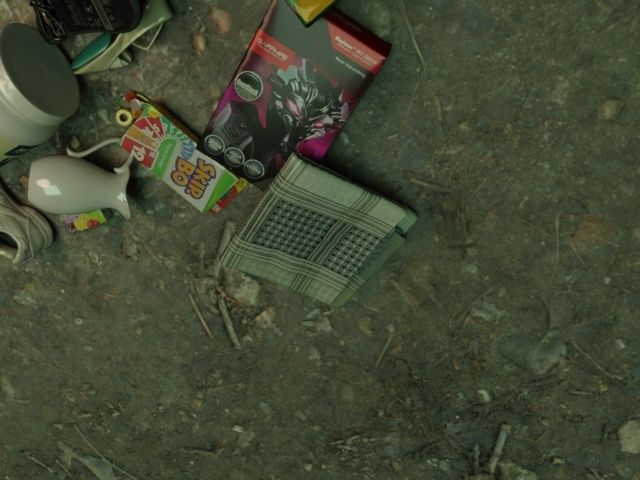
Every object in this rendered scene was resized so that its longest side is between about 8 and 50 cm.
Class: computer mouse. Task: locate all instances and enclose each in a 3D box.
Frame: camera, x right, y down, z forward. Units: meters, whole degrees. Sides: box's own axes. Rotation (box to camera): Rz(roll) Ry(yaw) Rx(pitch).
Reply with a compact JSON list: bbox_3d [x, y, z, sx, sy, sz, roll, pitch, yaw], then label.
[{"bbox_3d":[-0.431,-0.452,1.323,0.272,0.072,0.189,9,138,23],"label":"computer mouse"}]

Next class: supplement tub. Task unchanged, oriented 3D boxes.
[{"bbox_3d":[-0.672,-0.268,1.438,0.324,0.235,0.236,-22,111,22],"label":"supplement tub"}]

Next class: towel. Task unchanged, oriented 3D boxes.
[{"bbox_3d":[0.000,0.000,1.477,0.324,0.056,0.312,23,122,-27],"label":"towel"}]

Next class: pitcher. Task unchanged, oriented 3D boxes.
[{"bbox_3d":[-0.499,-0.138,1.517,0.207,0.125,0.178,5,93,-19],"label":"pitcher"}]

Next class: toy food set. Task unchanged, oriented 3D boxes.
[{"bbox_3d":[-0.386,-0.268,1.500,0.083,0.020,0.083,20,119,2],"label":"toy food set"}]

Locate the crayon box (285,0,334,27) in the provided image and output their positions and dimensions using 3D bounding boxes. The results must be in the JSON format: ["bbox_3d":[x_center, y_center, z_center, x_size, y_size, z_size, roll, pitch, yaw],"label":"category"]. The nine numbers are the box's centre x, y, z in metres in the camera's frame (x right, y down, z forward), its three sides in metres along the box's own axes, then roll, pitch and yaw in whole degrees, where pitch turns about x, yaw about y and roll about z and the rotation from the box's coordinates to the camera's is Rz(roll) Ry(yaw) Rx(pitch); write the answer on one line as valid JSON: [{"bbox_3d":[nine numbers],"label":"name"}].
[{"bbox_3d":[0.030,-0.511,1.198,0.278,0.081,0.165,-39,99,7],"label":"crayon box"}]

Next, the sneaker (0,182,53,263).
[{"bbox_3d":[-0.754,-0.065,1.611,0.305,0.152,0.114,36,121,-6],"label":"sneaker"}]

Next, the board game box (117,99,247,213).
[{"bbox_3d":[-0.287,-0.164,1.517,0.259,0.039,0.124,39,119,-18],"label":"board game box"}]

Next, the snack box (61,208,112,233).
[{"bbox_3d":[-0.547,-0.095,1.614,0.100,0.037,0.141,-17,111,17],"label":"snack box"}]

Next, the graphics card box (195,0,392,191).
[{"bbox_3d":[-0.058,-0.272,1.388,0.232,0.094,0.371,32,120,-6],"label":"graphics card box"}]

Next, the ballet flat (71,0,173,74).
[{"bbox_3d":[-0.383,-0.388,1.408,0.248,0.086,0.086,-34,106,24],"label":"ballet flat"}]
